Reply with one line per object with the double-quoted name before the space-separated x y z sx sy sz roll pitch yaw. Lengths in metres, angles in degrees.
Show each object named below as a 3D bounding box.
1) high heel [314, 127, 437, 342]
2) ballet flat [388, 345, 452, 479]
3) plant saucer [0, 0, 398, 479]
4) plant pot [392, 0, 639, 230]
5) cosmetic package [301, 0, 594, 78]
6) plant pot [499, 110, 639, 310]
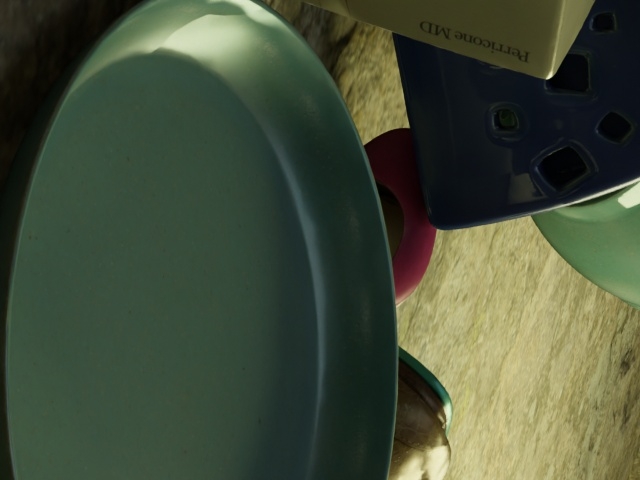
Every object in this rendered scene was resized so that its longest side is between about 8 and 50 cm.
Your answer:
"high heel" 0.000 0.000 0.946 0.244 0.082 0.117 -52 154 -31
"ballet flat" 0.025 0.172 1.100 0.124 0.116 0.342 -46 161 -14
"plant saucer" -0.052 0.049 0.757 0.317 0.043 0.317 4 85 -62
"plant pot" 0.175 -0.149 1.017 0.236 0.212 0.236 -32 112 -64
"cosmetic package" 0.064 -0.232 0.768 0.309 0.160 0.113 89 24 -51
"plant pot" 0.262 -0.091 1.372 0.196 0.293 0.293 15 90 -46
